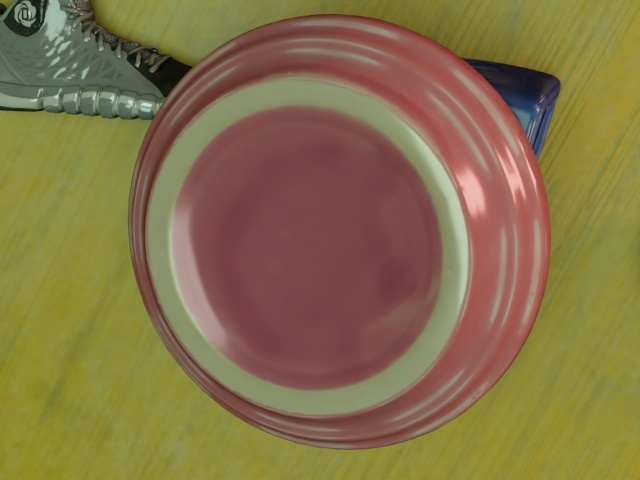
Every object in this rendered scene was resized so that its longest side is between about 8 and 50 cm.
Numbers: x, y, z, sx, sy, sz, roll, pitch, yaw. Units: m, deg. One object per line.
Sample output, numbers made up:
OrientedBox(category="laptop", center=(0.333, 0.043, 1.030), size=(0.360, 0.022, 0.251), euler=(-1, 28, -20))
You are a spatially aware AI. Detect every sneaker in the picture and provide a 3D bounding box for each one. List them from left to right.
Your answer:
OrientedBox(category="sneaker", center=(-0.187, -0.175, 1.409), size=(0.229, 0.086, 0.132), euler=(3, 100, 7))

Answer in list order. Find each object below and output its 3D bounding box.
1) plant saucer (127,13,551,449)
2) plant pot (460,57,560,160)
OrientedBox(category="plant saucer", center=(0.000, 0.000, 1.203), size=(0.332, 0.084, 0.332), euler=(3, 100, 19))
OrientedBox(category="plant pot", center=(0.060, -0.046, 1.337), size=(0.212, 0.236, 0.236), euler=(18, 104, 9))
